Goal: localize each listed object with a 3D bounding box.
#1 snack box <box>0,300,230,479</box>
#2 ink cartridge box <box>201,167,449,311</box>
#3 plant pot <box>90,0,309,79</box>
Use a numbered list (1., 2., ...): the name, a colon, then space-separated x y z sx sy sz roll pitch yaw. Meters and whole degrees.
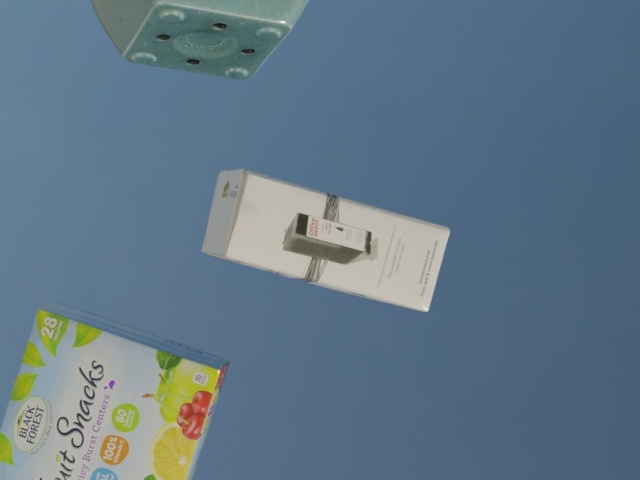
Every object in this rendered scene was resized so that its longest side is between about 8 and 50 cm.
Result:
1. snack box: -0.196 0.180 1.399 0.070 0.174 0.207 -32 141 -84
2. ink cartridge box: 0.000 0.000 0.989 0.099 0.135 0.056 -174 -80 -77
3. plant pot: -0.117 -0.314 1.637 0.248 0.247 0.252 141 -48 -62
